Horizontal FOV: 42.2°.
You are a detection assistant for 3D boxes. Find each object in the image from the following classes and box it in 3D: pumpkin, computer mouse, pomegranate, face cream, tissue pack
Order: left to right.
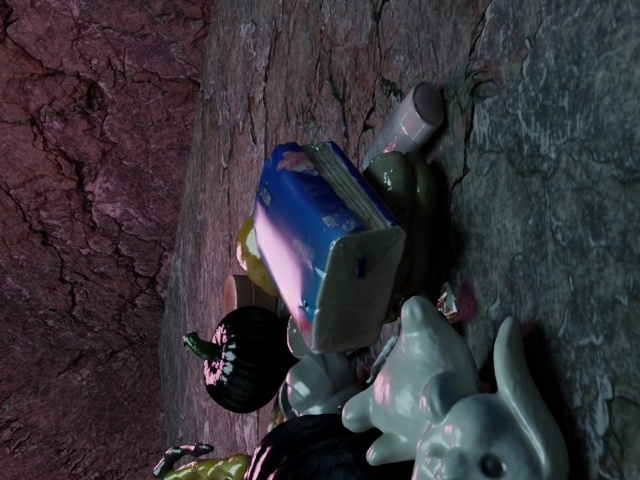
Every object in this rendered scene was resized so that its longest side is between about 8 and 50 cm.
[{"bbox_3d":[-0.197,0.264,1.890,0.248,0.248,0.248,-178,90,-72],"label":"pumpkin"},{"bbox_3d":[-0.177,0.160,2.070,0.149,0.104,0.149,-178,90,-72],"label":"face cream"},{"bbox_3d":[-0.056,0.008,1.568,0.207,0.207,0.207,-178,90,-72],"label":"pomegranate"},{"bbox_3d":[0.000,0.000,1.191,0.269,0.137,0.209,-121,37,-51],"label":"tissue pack"},{"bbox_3d":[0.021,0.160,1.533,0.231,0.079,0.128,-22,62,52],"label":"computer mouse"},{"bbox_3d":[0.022,0.435,1.187,0.363,0.266,0.363,178,90,-70],"label":"pumpkin"},{"bbox_3d":[0.127,-0.159,1.278,0.198,0.057,0.084,131,137,-59],"label":"face cream"}]

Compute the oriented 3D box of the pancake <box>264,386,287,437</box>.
[{"bbox_3d":[-0.097,0.451,1.823,0.288,0.033,0.286,136,147,-77],"label":"pancake"}]

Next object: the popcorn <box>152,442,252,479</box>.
[{"bbox_3d":[-0.138,0.496,1.492,0.349,0.382,0.349,-54,-13,-18],"label":"popcorn"}]

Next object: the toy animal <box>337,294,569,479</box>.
[{"bbox_3d":[0.158,0.225,0.962,0.249,0.174,0.289,-51,37,42],"label":"toy animal"}]

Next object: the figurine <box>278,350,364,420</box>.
[{"bbox_3d":[0.007,0.284,1.454,0.176,0.133,0.236,59,162,7],"label":"figurine"}]

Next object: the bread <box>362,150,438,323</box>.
[{"bbox_3d":[0.092,0.021,1.284,0.337,0.102,0.183,115,151,-50],"label":"bread"}]

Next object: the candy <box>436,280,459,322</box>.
[{"bbox_3d":[0.143,0.176,1.180,0.292,0.059,0.086,109,152,-42],"label":"candy"}]
